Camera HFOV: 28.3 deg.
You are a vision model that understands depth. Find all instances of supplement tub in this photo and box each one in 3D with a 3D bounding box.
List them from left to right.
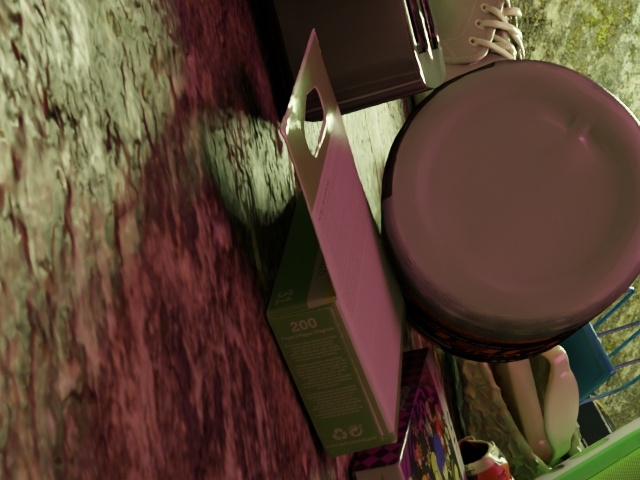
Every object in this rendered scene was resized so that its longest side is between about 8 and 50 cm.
[{"bbox_3d":[0.153,-0.007,1.066,0.338,0.207,0.207,73,7,-79],"label":"supplement tub"}]

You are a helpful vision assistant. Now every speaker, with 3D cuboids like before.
[{"bbox_3d":[0.282,0.273,1.270,0.296,0.131,0.131,-20,99,-37],"label":"speaker"}]

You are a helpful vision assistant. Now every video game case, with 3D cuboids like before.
[{"bbox_3d":[0.086,0.223,1.011,0.232,0.042,0.210,-56,131,-71],"label":"video game case"}]

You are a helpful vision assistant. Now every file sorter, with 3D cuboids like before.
[{"bbox_3d":[0.293,0.088,1.427,0.170,0.104,0.118,64,-30,22],"label":"file sorter"}]

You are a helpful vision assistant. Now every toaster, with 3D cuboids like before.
[{"bbox_3d":[0.021,-0.175,0.976,0.168,0.110,0.185,-38,114,-74],"label":"toaster"}]

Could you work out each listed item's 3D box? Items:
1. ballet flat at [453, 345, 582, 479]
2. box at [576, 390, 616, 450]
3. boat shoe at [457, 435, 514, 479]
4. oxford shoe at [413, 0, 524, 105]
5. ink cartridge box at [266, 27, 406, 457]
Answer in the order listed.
[{"bbox_3d":[0.206,0.087,1.344,0.147,0.147,0.409,-60,136,-70],"label":"ballet flat"},{"bbox_3d":[0.315,0.213,1.648,0.318,0.097,0.395,62,8,20],"label":"box"},{"bbox_3d":[0.143,0.202,1.169,0.043,0.049,0.137,55,-2,-8],"label":"boat shoe"},{"bbox_3d":[0.194,-0.246,1.608,0.169,0.130,0.449,34,39,-41],"label":"oxford shoe"},{"bbox_3d":[0.000,0.000,0.849,0.171,0.056,0.235,-78,150,-60],"label":"ink cartridge box"}]
